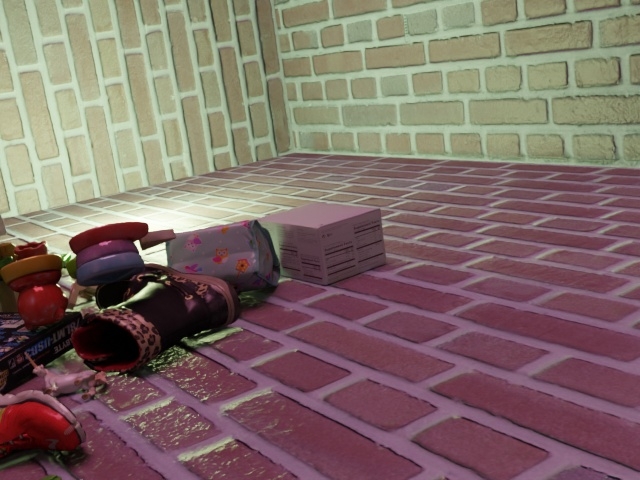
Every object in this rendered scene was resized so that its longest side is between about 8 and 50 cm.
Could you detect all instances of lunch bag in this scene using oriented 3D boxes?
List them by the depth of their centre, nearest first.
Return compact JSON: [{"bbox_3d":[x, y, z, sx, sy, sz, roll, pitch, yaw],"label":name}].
[{"bbox_3d":[-0.221,0.052,1.909,0.223,0.160,0.262,-10,-12,8],"label":"lunch bag"}]

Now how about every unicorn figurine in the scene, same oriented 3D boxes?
[{"bbox_3d":[-0.461,0.255,1.457,0.162,0.060,0.111,6,11,-9],"label":"unicorn figurine"}]

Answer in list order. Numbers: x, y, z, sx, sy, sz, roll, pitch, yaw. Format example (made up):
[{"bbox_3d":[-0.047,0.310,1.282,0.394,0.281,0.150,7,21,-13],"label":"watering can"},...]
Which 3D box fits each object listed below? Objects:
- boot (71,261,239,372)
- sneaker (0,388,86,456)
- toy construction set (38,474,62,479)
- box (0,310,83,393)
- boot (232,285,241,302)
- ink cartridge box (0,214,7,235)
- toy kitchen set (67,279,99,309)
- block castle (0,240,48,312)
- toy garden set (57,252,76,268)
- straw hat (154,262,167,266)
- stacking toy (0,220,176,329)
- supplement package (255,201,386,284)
[{"bbox_3d":[-0.390,0.155,1.660,0.377,0.138,0.284,7,19,31],"label":"boot"},{"bbox_3d":[-0.476,0.300,1.232,0.279,0.107,0.118,-4,32,28],"label":"sneaker"},{"bbox_3d":[-0.507,0.288,0.934,0.308,0.237,0.257,-5,14,13],"label":"toy construction set"},{"bbox_3d":[-0.679,0.227,1.637,0.295,0.073,0.293,-3,18,26],"label":"box"},{"bbox_3d":[-0.235,0.131,1.772,0.121,0.045,0.099,-6,-13,-16],"label":"boot"},{"bbox_3d":[-0.844,-0.027,1.872,0.190,0.082,0.139,-23,17,-31],"label":"ink cartridge box"},{"bbox_3d":[-0.585,0.149,2.020,0.083,0.075,0.068,21,-40,-22],"label":"toy kitchen set"},{"bbox_3d":[-0.882,0.111,1.944,0.303,0.213,0.453,-4,14,18],"label":"block castle"},{"bbox_3d":[-0.724,0.077,2.352,0.244,0.049,0.204,-9,12,-5],"label":"toy garden set"},{"bbox_3d":[-0.396,0.127,1.905,0.144,0.144,0.061,-7,-27,4],"label":"straw hat"},{"bbox_3d":[-0.447,0.075,1.649,0.309,0.130,0.279,-22,-10,25],"label":"stacking toy"},{"bbox_3d":[0.000,0.000,2.032,0.204,0.145,0.262,-18,17,-36],"label":"supplement package"}]
